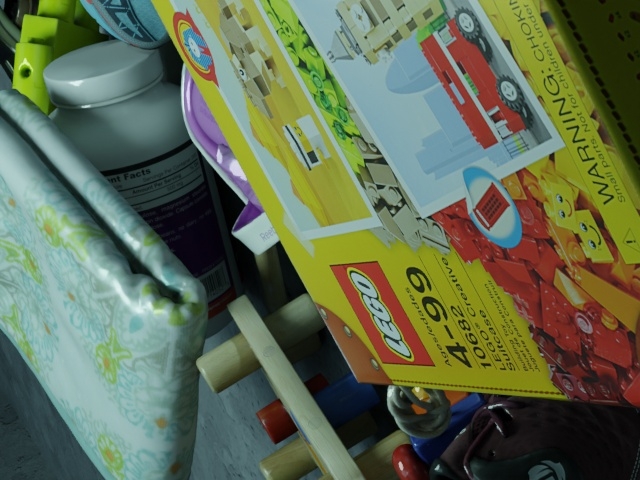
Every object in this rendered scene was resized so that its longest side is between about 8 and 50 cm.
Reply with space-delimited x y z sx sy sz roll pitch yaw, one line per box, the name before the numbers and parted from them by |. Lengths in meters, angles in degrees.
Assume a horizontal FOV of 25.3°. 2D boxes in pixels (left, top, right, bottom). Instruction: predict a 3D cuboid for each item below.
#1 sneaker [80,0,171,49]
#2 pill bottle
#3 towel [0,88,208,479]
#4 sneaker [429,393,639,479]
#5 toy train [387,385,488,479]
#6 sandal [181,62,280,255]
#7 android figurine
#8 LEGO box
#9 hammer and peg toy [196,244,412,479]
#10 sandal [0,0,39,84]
sneaker | -0.187 -0.301 1.383 0.125 0.104 0.262 32 140 53
pill bottle | -0.200 -0.049 1.562 0.181 0.181 0.323 32 140 56
towel | -0.249 0.061 1.454 0.374 0.090 0.320 44 147 29
sneaker | 0.123 0.089 0.945 0.281 0.162 0.106 58 157 22
toy train | 0.087 0.117 1.078 0.248 0.105 0.143 54 -176 -37
sandal | -0.039 -0.055 1.129 0.416 0.102 0.169 36 130 56
android figurine | -0.301 -0.166 1.659 0.248 0.056 0.273 0 -82 -79
LEGO box | 0.050 -0.183 0.703 0.500 0.193 0.372 62 158 -8
hammer and peg toy | -0.016 0.167 1.324 0.361 0.127 0.266 54 172 42
sandal | -0.430 -0.302 2.015 0.303 0.086 0.120 58 157 -18
